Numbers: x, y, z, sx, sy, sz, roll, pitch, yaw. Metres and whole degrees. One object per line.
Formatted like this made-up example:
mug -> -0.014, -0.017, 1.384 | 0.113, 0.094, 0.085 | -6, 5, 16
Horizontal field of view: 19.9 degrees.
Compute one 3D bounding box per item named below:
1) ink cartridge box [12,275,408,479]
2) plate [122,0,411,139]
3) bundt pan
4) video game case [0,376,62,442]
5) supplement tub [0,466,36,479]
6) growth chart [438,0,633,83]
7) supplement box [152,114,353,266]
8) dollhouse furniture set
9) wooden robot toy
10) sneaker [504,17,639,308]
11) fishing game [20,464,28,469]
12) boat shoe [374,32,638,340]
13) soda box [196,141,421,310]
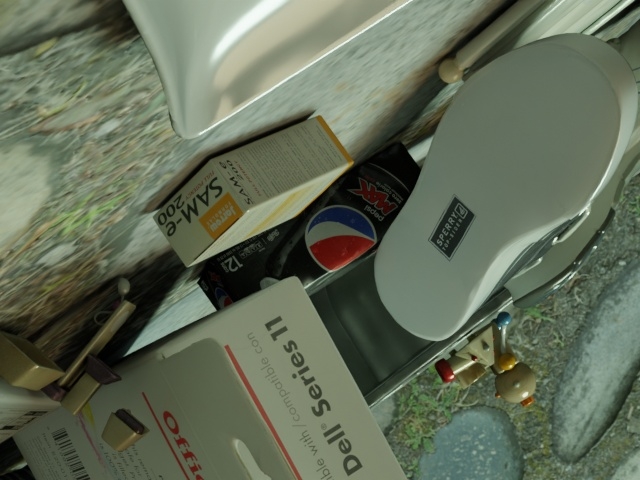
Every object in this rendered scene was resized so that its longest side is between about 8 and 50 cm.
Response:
ink cartridge box -> -0.056, 0.155, 1.199 | 0.119, 0.207, 0.353 | -29, -178, -31
plate -> 0.048, -0.149, 0.602 | 0.278, 0.045, 0.277 | -35, 173, -4
bundt pan -> 0.075, 0.047, 1.586 | 0.331, 0.124, 0.331 | -36, 175, -4
video game case -> -0.252, 0.132, 1.074 | 0.183, 0.023, 0.201 | -31, 173, 0
supplement tub -> -0.186, 0.262, 1.430 | 0.272, 0.191, 0.191 | -16, 165, -23
growth chart -> 0.168, -0.155, 1.170 | 0.172, 0.021, 0.237 | -39, 171, 24
supplement box -> -0.036, -0.028, 1.004 | 0.098, 0.036, 0.062 | -26, 169, -49
dollhouse furniture set -> -0.130, 0.062, 1.048 | 0.081, 0.091, 0.114 | -50, 170, -2
wooden robot toy -> 0.150, 0.117, 1.588 | 0.076, 0.079, 0.173 | -37, 174, -2
sneaker -> 0.196, -0.094, 1.360 | 0.297, 0.129, 0.111 | -52, 177, -21
fishing game -> -0.150, 0.137, 1.523 | 0.264, 0.041, 0.189 | -35, 175, 1
boat shoe -> 0.134, -0.042, 1.186 | 0.102, 0.108, 0.301 | -34, 163, -35
soda box -> 0.000, 0.000, 1.272 | 0.169, 0.053, 0.060 | -33, 172, -22
